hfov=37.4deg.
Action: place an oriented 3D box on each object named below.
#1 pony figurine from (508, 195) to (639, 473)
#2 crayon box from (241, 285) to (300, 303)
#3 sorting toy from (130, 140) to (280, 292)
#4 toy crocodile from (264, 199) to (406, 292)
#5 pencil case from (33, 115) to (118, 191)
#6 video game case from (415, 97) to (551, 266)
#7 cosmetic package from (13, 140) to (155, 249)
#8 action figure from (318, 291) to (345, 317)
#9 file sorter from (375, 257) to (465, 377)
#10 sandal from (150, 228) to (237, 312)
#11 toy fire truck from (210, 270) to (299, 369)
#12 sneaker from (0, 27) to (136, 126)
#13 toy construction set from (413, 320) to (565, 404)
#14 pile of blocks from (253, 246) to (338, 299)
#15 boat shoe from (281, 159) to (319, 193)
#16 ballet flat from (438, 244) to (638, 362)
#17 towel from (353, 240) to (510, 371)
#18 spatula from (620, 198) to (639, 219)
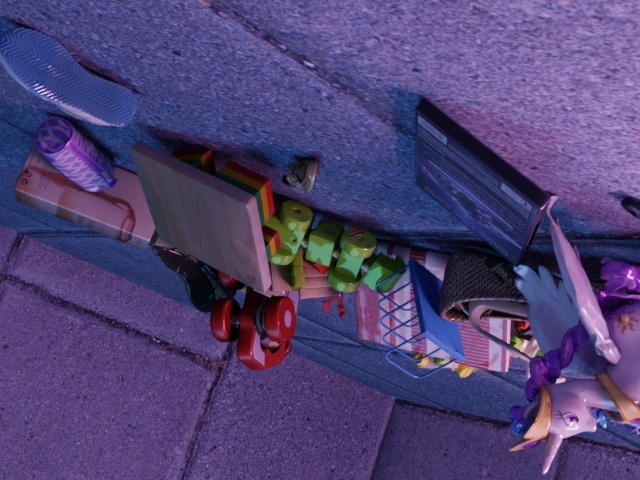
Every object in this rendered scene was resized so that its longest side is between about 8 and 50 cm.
[{"bbox_3d":[0.415,0.134,1.318,0.363,0.351,0.303,-9,151,3],"label":"pony figurine"},{"bbox_3d":[-0.182,0.072,2.363,0.165,0.081,0.278,8,162,39],"label":"crayon box"},{"bbox_3d":[-0.192,-0.060,1.696,0.255,0.089,0.257,26,149,22],"label":"sorting toy"},{"bbox_3d":[0.000,0.000,1.781,0.340,0.105,0.115,24,126,6],"label":"toy crocodile"},{"bbox_3d":[-0.469,-0.161,1.821,0.088,0.086,0.206,35,174,23],"label":"pencil case"},{"bbox_3d":[0.204,-0.067,1.246,0.196,0.026,0.274,41,173,15],"label":"video game case"},{"bbox_3d":[-0.485,-0.096,2.011,0.296,0.129,0.153,21,166,-10],"label":"cosmetic package"},{"bbox_3d":[0.092,0.142,2.165,0.280,0.139,0.091,24,165,-8],"label":"action figure"},{"bbox_3d":[0.174,0.146,1.710,0.104,0.170,0.118,-34,130,27],"label":"file sorter"},{"bbox_3d":[-0.288,0.053,2.185,0.303,0.120,0.086,59,180,-41],"label":"sandal"},{"bbox_3d":[-0.113,0.150,2.138,0.169,0.302,0.254,-4,155,22],"label":"toy fire truck"},{"bbox_3d":[-0.393,-0.237,1.424,0.092,0.088,0.228,7,160,47],"label":"sneaker"},{"bbox_3d":[0.359,0.229,1.914,0.327,0.215,0.151,28,-176,35],"label":"toy construction set"},{"bbox_3d":[-0.117,0.025,1.945,0.362,0.149,0.112,21,166,-6],"label":"pile of blocks"},{"bbox_3d":[-0.034,-0.104,1.530,0.045,0.050,0.135,16,167,-11],"label":"boat shoe"},{"bbox_3d":[0.412,0.130,1.560,0.482,0.182,0.164,9,160,34],"label":"ballet flat"},{"bbox_3d":[0.214,0.122,1.842,0.328,0.037,0.237,12,123,27],"label":"towel"},{"bbox_3d":[0.528,0.009,1.234,0.296,0.030,0.084,21,177,-2],"label":"spatula"}]
